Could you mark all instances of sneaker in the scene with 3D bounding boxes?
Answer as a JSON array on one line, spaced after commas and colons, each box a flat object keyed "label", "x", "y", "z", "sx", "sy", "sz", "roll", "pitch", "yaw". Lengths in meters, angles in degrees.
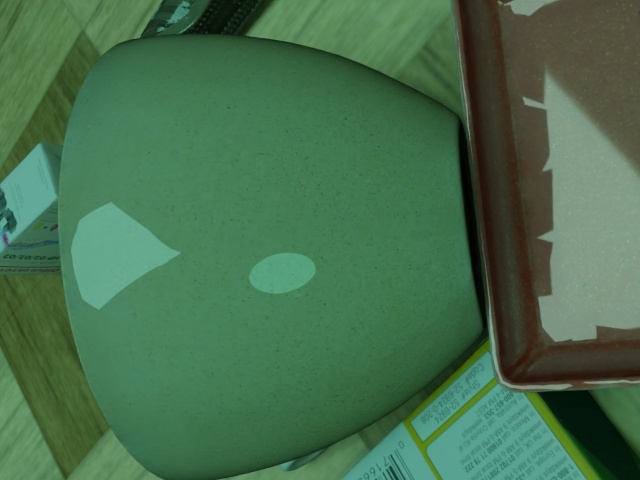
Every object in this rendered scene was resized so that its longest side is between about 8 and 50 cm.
[{"label": "sneaker", "x": -0.111, "y": -0.197, "z": 0.704, "sx": 0.188, "sy": 0.066, "sz": 0.071, "roll": -38, "pitch": 50, "yaw": 23}]

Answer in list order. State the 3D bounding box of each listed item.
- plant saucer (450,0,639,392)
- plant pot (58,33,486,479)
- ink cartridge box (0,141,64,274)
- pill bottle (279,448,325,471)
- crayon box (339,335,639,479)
[{"label": "plant saucer", "x": 0.212, "y": -0.057, "z": 0.431, "sx": 0.259, "sy": 0.048, "sz": 0.259, "roll": -8, "pitch": 83, "yaw": 22}, {"label": "plant pot", "x": 0.000, "y": 0.000, "z": 0.498, "sx": 0.191, "sy": 0.284, "sz": 0.284, "roll": -7, "pitch": 83, "yaw": 15}, {"label": "ink cartridge box", "x": -0.268, "y": -0.016, "z": 0.775, "sx": 0.181, "sy": 0.104, "sz": 0.061, "roll": -34, "pitch": 68, "yaw": 31}, {"label": "pill bottle", "x": -0.032, "y": 0.137, "z": 0.633, "sx": 0.043, "sy": 0.043, "sz": 0.083, "roll": -47, "pitch": 63, "yaw": 25}, {"label": "crayon box", "x": 0.139, "y": 0.243, "z": 0.455, "sx": 0.203, "sy": 0.083, "sz": 0.323, "roll": -49, "pitch": 53, "yaw": 24}]
